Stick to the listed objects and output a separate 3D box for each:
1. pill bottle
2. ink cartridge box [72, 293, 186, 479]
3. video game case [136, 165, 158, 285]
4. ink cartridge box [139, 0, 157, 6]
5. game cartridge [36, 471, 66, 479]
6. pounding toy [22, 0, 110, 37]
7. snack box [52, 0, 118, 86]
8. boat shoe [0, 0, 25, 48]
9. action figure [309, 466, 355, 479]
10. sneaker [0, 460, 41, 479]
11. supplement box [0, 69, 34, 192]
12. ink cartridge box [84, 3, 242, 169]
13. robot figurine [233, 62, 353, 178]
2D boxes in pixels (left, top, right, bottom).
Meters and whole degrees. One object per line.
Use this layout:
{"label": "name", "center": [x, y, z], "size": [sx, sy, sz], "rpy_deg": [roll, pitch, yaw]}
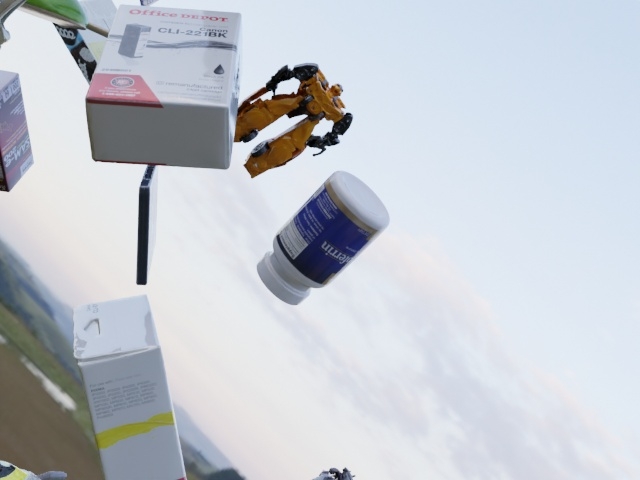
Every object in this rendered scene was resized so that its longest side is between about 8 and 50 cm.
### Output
{"label": "pill bottle", "center": [0.000, 0.000, 1.639], "size": [0.153, 0.265, 0.153], "rpy_deg": [37, 23, -18]}
{"label": "ink cartridge box", "center": [-0.383, 0.340, 1.664], "size": [0.279, 0.160, 0.385], "rpy_deg": [-134, -145, -65]}
{"label": "video game case", "center": [-0.355, -0.045, 1.687], "size": [0.274, 0.026, 0.196], "rpy_deg": [-118, -149, -72]}
{"label": "ink cartridge box", "center": [-0.255, -0.625, 1.644], "size": [0.072, 0.307, 0.303], "rpy_deg": [58, -12, 6]}
{"label": "game cartridge", "center": [-0.604, 0.523, 1.791], "size": [0.056, 0.083, 0.017], "rpy_deg": [31, 39, -53]}
{"label": "pounding toy", "center": [-0.532, -0.501, 1.661], "size": [0.182, 0.110, 0.237], "rpy_deg": [19, 5, 25]}
{"label": "snack box", "center": [-0.490, -0.417, 1.951], "size": [0.060, 0.187, 0.322], "rpy_deg": [-28, -85, 29]}
{"label": "boat shoe", "center": [-0.538, -0.344, 1.289], "size": [0.103, 0.302, 0.113], "rpy_deg": [37, 4, -24]}
{"label": "action figure", "center": [-0.012, 0.609, 1.956], "size": [0.099, 0.185, 0.285], "rpy_deg": [56, 15, 1]}
{"label": "sneaker", "center": [-0.589, 0.491, 1.264], "size": [0.147, 0.384, 0.145], "rpy_deg": [55, -15, -22]}
{"label": "supplement box", "center": [-0.713, -0.243, 1.823], "size": [0.073, 0.130, 0.240], "rpy_deg": [10, -51, 5]}
{"label": "ink cartridge box", "center": [-0.222, -0.236, 1.224], "size": [0.273, 0.196, 0.114], "rpy_deg": [-91, -175, -48]}
{"label": "robot figurine", "center": [-0.074, -0.268, 1.800], "size": [0.211, 0.291, 0.085], "rpy_deg": [53, 21, -24]}
